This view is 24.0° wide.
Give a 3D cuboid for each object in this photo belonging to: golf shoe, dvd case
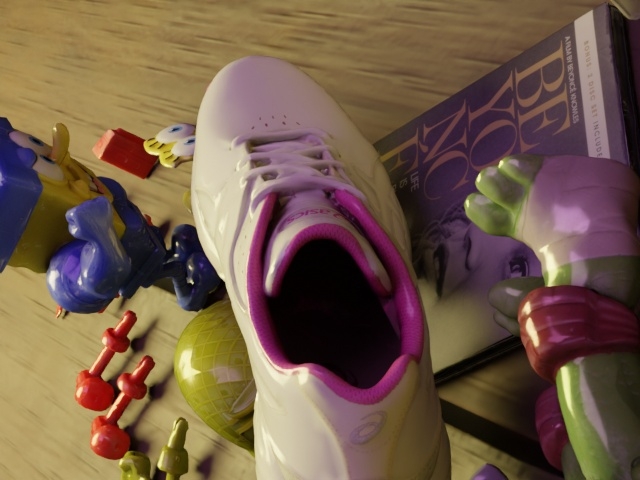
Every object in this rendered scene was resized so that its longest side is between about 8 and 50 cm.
[{"bbox_3d":[0.000,0.000,0.750,0.140,0.115,0.306,89,167,-52],"label":"golf shoe"},{"bbox_3d":[0.078,-0.010,0.803,0.221,0.018,0.164,-29,48,39],"label":"dvd case"}]

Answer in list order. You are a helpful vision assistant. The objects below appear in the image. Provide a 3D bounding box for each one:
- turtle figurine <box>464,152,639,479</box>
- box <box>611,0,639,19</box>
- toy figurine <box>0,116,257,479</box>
[{"bbox_3d":[0.066,0.116,0.590,0.275,0.198,0.266,-29,45,35],"label":"turtle figurine"},{"bbox_3d":[0.177,-0.281,0.731,0.148,0.121,0.311,-16,56,32],"label":"box"},{"bbox_3d":[-0.167,0.022,0.922,0.191,0.217,0.362,-55,35,14],"label":"toy figurine"}]
